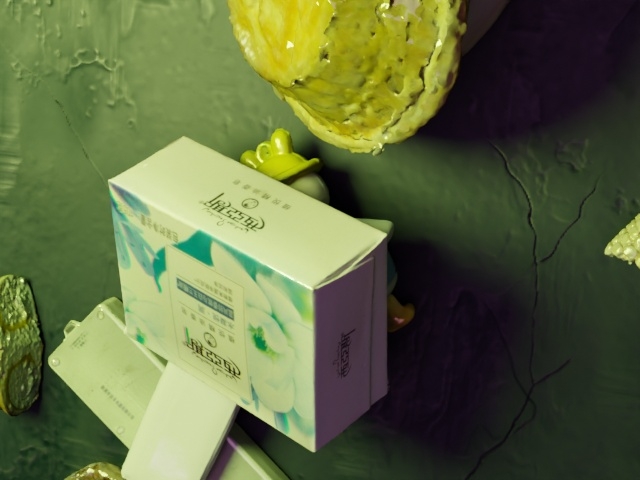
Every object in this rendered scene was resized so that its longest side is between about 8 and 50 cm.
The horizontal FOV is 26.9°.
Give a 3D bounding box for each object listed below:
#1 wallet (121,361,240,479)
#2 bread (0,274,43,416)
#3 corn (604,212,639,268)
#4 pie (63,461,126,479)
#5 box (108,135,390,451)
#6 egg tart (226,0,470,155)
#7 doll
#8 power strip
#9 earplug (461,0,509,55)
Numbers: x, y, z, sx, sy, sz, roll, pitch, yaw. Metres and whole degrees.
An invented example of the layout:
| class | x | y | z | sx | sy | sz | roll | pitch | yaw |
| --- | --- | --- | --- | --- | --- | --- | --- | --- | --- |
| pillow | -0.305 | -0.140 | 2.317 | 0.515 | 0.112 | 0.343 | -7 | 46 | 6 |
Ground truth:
| class | x | y | z | sx | sy | sz | roll | pitch | yaw |
| --- | --- | --- | --- | --- | --- | --- | --- | --- | --- |
| wallet | -0.146 | 0.202 | 1.449 | 0.095 | 0.033 | 0.190 | 26 | 105 | 10 |
| bread | -0.371 | 0.114 | 1.521 | 0.094 | 0.083 | 0.157 | 18 | 107 | 26 |
| corn | 0.370 | -0.036 | 1.275 | 0.087 | 0.087 | 0.211 | 42 | 111 | 4 |
| pie | -0.234 | 0.353 | 1.543 | 0.195 | 0.046 | 0.195 | 4 | 103 | 15 |
| box | -0.072 | 0.048 | 1.317 | 0.274 | 0.116 | 0.203 | 27 | 136 | 32 |
| egg tart | 0.005 | -0.241 | 1.225 | 0.341 | 0.132 | 0.341 | 28 | 124 | 52 |
| doll | 0.001 | -0.001 | 1.378 | 0.241 | 0.098 | 0.135 | 58 | 148 | 0 |
| power strip | -0.150 | 0.223 | 1.494 | 0.367 | 0.043 | 0.106 | 46 | 109 | 3 |
| earplug | 0.142 | -0.306 | 1.250 | 0.172 | 0.172 | 0.301 | 21 | 112 | 11 |
